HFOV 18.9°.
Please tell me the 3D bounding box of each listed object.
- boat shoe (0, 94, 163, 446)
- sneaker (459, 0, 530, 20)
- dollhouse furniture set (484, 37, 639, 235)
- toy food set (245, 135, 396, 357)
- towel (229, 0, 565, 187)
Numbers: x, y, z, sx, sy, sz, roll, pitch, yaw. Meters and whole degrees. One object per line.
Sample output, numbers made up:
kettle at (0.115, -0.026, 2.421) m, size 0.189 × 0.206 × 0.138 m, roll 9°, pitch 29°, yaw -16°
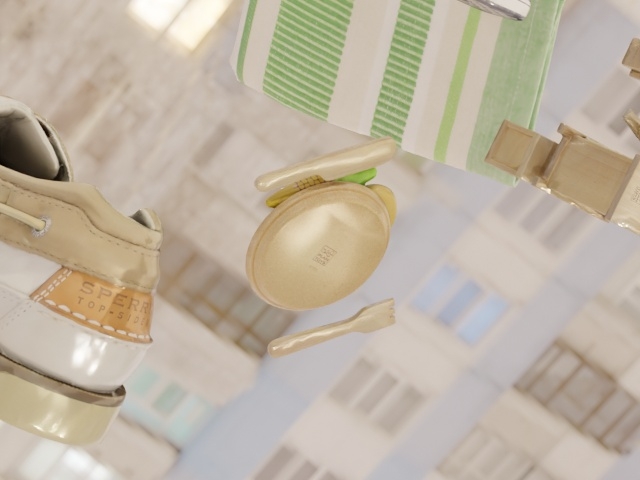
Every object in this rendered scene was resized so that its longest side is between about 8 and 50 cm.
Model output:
boat shoe at (-0.166, -0.022, 0.902) m, size 0.113 × 0.103 × 0.302 m, roll 19°, pitch -167°, yaw -48°
sneaker at (0.095, -0.278, 1.425) m, size 0.226 × 0.163 × 0.086 m, roll 33°, pitch -179°, yaw -15°
dollhouse furniture set at (0.256, -0.096, 1.597) m, size 0.101 × 0.161 × 0.182 m, roll 24°, pitch -175°, yaw -34°
toy food set at (0.000, 0.000, 1.510) m, size 0.132 × 0.192 × 0.038 m, roll -16°, pitch -138°, yaw -17°
towel at (0.072, -0.216, 1.813) m, size 0.325 × 0.248 × 0.038 m, roll 20°, pitch -165°, yaw 25°
